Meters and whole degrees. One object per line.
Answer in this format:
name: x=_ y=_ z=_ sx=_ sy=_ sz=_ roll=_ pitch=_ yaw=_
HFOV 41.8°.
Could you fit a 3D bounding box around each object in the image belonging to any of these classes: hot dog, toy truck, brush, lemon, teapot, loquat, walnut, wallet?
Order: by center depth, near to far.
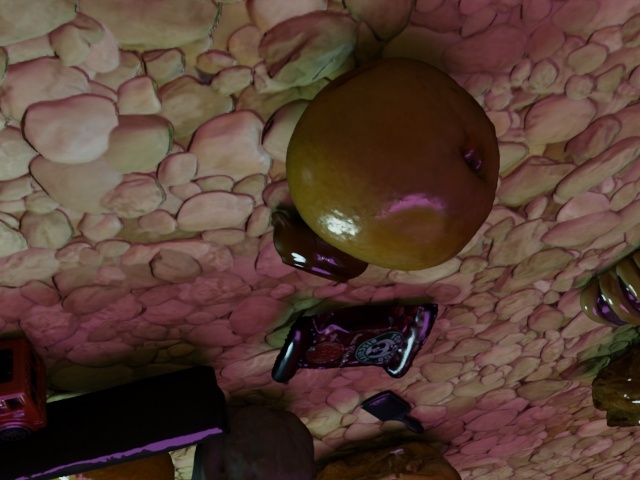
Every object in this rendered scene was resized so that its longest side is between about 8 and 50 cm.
loquat: x=0.069 y=-0.071 z=0.808 sx=0.208 sy=0.208 sz=0.208 roll=-9 pitch=143 yaw=-7
teapot: x=0.000 y=0.000 z=0.988 sx=0.129 sy=0.078 sz=0.098 roll=20 pitch=173 yaw=-21
toy truck: x=-0.482 y=0.202 z=1.053 sx=0.253 sy=0.107 sz=0.114 roll=-11 pitch=143 yaw=-8
wallet: x=-0.312 y=0.255 z=1.124 sx=0.378 sy=0.197 sz=0.051 roll=-12 pitch=106 yaw=-8
lemon: x=-0.314 y=0.352 z=1.247 sx=0.187 sy=0.187 sz=0.244 roll=-24 pitch=140 yaw=12
walnut: x=-0.105 y=0.370 z=1.312 sx=0.224 sy=0.224 sz=0.224 roll=-9 pitch=143 yaw=-7
hot dog: x=0.637 y=0.217 z=1.400 sx=0.267 sy=0.174 sz=0.387 roll=15 pitch=134 yaw=-37
brush: x=0.139 y=0.311 z=1.485 sx=0.063 sy=0.016 sz=0.193 roll=-28 pitch=141 yaw=19

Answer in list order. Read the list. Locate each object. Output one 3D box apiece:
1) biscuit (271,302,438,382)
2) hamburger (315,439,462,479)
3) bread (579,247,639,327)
biscuit: x=0.045 y=0.147 z=1.197 sx=0.235 sy=0.063 sz=0.151 roll=0 pitch=142 yaw=-24
hamburger: x=0.130 y=0.496 z=1.603 sx=0.290 sy=0.170 sz=0.314 roll=-23 pitch=142 yaw=1
bread: x=0.499 y=0.057 z=1.220 sx=0.134 sy=0.081 sz=0.225 roll=17 pitch=133 yaw=-37
